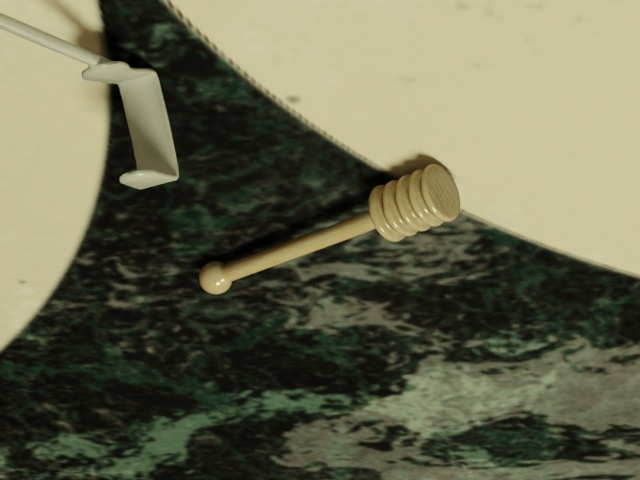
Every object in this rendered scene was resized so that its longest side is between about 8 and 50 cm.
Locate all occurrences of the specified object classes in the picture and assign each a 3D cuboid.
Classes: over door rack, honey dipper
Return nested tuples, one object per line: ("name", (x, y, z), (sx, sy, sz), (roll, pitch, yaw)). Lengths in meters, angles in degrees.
("over door rack", (-0.243, -0.095, 0.790), (0.239, 0.108, 0.324), (-12, 157, 21))
("honey dipper", (0.000, 0.000, 0.960), (0.160, 0.030, 0.030), (-22, 139, 36))
